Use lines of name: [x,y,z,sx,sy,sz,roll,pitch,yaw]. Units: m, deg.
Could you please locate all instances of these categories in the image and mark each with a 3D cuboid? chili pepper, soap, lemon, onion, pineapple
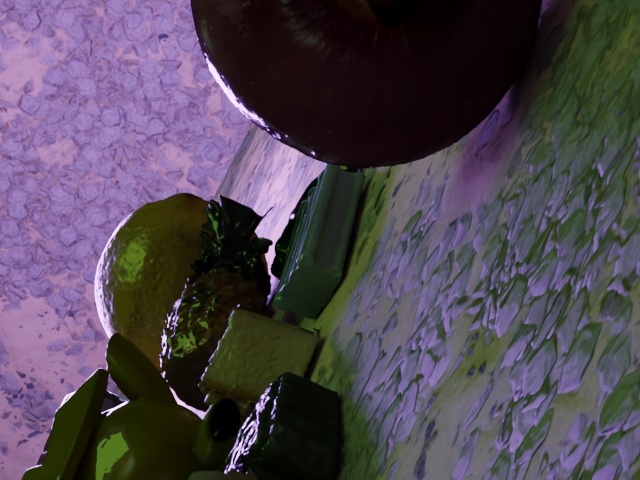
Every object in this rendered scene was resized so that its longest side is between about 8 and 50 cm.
chili pepper: [-0.008,-0.041,2.254,0.224,0.061,0.098,-62,4,25]
soap: [0.000,0.000,2.097,0.114,0.063,0.198,122,168,-44]
lemon: [-0.211,0.068,2.453,0.293,0.293,0.293,-61,10,19]
onion: [0.064,-0.248,1.581,0.345,0.358,0.358,13,77,53]
pineapple: [-0.132,0.071,2.237,0.340,0.169,0.169,-86,22,-44]

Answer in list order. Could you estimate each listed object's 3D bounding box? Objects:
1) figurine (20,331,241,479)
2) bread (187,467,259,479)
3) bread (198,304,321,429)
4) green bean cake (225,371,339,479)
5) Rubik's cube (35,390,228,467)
figurine: [-0.214,0.262,1.620,0.327,0.169,0.218,-48,44,-3]
bread: [-0.119,0.378,1.479,0.314,0.171,0.192,-65,13,10]
bread: [-0.074,0.172,1.980,0.152,0.127,0.147,90,-158,-72]
green bean cake: [-0.052,0.250,1.700,0.183,0.094,0.185,-62,5,20]
Rubik's cube: [-0.278,0.354,2.198,0.238,0.237,0.237,-66,11,-12]
